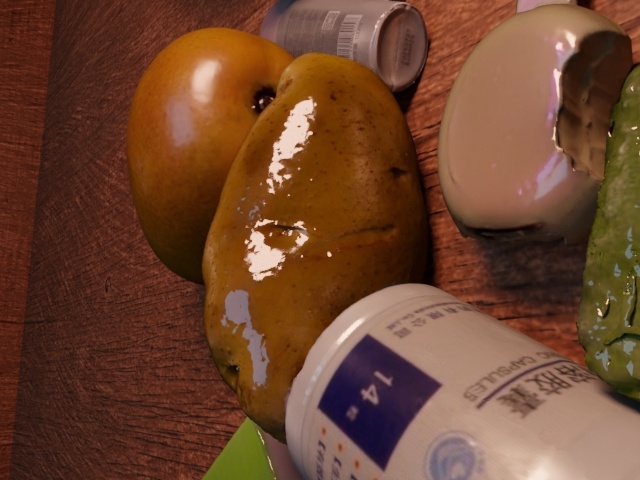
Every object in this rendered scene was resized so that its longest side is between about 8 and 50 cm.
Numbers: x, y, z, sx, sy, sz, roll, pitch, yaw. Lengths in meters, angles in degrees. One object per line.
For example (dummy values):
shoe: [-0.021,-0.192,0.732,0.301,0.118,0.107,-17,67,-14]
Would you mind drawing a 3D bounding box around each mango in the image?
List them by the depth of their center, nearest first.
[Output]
mango: [-0.131,-0.082,0.796,0.264,0.221,0.378,67,150,22]

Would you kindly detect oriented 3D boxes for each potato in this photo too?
potato: [0.000,0.000,0.602,0.195,0.176,0.369,4,77,18]

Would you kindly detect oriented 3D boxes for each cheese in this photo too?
cheese: [0.171,-0.137,0.496,0.163,0.082,0.287,6,87,54]

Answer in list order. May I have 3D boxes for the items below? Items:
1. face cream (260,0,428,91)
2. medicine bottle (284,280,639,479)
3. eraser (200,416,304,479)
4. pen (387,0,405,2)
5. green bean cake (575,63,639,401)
face cream: [0.012,-0.233,0.747,0.269,0.073,0.107,28,108,53]
medicine bottle: [0.135,0.170,0.383,0.332,0.189,0.190,30,107,53]
eraser: [-0.076,0.354,0.732,0.274,0.092,0.210,-56,43,29]
pen: [0.033,-0.291,0.775,0.204,0.025,0.025,26,104,55]
green bean cake: [0.250,-0.004,0.311,0.200,0.113,0.214,5,78,52]
